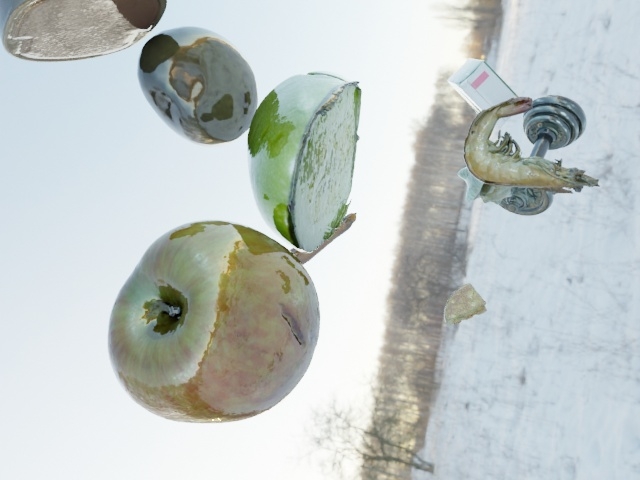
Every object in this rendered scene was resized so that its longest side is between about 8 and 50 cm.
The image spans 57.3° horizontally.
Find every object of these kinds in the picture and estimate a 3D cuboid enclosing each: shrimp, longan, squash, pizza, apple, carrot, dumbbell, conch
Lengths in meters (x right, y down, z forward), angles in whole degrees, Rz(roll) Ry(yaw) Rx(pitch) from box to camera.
[{"bbox_3d":[0.281,-0.125,0.774,0.034,0.178,0.124,-30,-53,-58],"label":"shrimp"},{"bbox_3d":[-0.241,-0.305,1.158,0.215,0.246,0.246,-65,-10,15],"label":"longan"},{"bbox_3d":[-0.001,-0.113,0.858,0.309,0.210,0.233,-121,34,-63],"label":"squash"},{"bbox_3d":[0.457,0.207,1.833,0.175,0.134,0.046,-44,-57,-27],"label":"pizza"},{"bbox_3d":[-0.124,0.106,0.750,0.264,0.265,0.264,10,-90,-77],"label":"apple"},{"bbox_3d":[0.000,0.000,1.592,0.248,0.059,0.059,-35,-15,4],"label":"carrot"},{"bbox_3d":[0.597,-0.236,1.615,0.406,0.179,0.179,-58,-22,-25],"label":"dumbbell"},{"bbox_3d":[0.379,-0.149,1.363,0.137,0.114,0.234,-46,-33,8],"label":"conch"}]

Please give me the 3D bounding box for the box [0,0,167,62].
[{"bbox_3d":[-0.441,-0.469,1.028,0.301,0.301,0.216,-14,-95,-75],"label":"box"}]

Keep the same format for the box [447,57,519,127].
[{"bbox_3d":[0.373,-0.341,1.342,0.081,0.135,0.199,-44,11,14],"label":"box"}]
